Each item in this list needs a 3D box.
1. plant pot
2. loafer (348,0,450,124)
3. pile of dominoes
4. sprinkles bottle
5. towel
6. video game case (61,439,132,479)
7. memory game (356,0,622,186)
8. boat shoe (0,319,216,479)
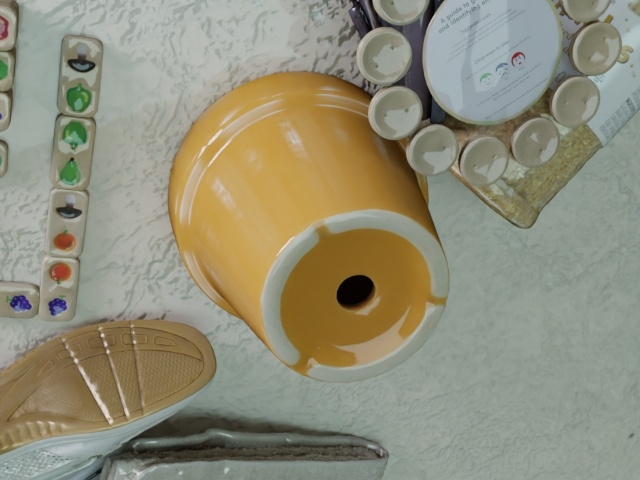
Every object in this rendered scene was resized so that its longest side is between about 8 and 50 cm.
[{"bbox_3d":[0.000,0.000,0.607,0.205,0.188,0.205,-7,117,-13],"label":"plant pot"},{"bbox_3d":[0.041,-0.229,0.570,0.095,0.109,0.302,-2,111,6],"label":"loafer"},{"bbox_3d":[-0.264,-0.048,0.592,0.196,0.040,0.251,5,113,-18],"label":"pile of dominoes"},{"bbox_3d":[0.233,-0.174,0.628,0.121,0.121,0.355,36,102,-28],"label":"sprinkles bottle"},{"bbox_3d":[-0.084,0.264,0.775,0.282,0.049,0.187,11,113,-32],"label":"towel"},{"bbox_3d":[-0.204,0.270,0.778,0.157,0.019,0.143,-34,120,1],"label":"video game case"},{"bbox_3d":[0.112,-0.124,0.550,0.186,0.012,0.186,-5,113,-11],"label":"memory game"},{"bbox_3d":[-0.217,0.147,0.679,0.277,0.098,0.096,-17,142,-11],"label":"boat shoe"}]
